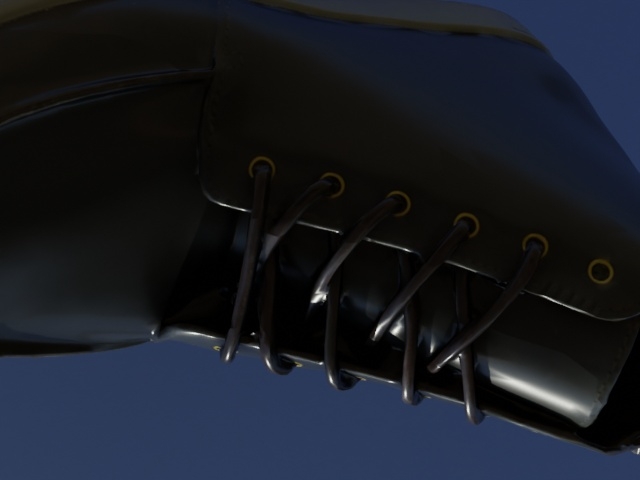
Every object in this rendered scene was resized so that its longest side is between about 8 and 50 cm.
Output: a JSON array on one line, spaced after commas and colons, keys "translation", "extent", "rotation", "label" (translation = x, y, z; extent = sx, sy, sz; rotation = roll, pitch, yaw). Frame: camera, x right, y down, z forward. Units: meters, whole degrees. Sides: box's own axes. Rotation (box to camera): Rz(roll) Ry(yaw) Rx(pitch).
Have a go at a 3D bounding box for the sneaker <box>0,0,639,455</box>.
[{"translation": [0.000, 0.000, 0.349], "extent": [0.222, 0.118, 0.083], "rotation": [-11, -48, -34], "label": "sneaker"}]
